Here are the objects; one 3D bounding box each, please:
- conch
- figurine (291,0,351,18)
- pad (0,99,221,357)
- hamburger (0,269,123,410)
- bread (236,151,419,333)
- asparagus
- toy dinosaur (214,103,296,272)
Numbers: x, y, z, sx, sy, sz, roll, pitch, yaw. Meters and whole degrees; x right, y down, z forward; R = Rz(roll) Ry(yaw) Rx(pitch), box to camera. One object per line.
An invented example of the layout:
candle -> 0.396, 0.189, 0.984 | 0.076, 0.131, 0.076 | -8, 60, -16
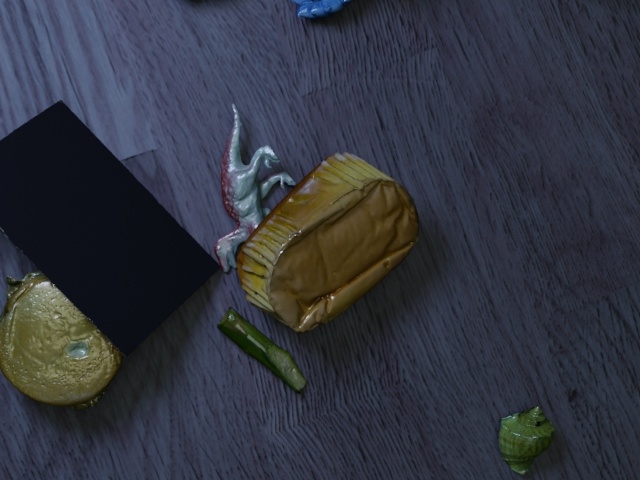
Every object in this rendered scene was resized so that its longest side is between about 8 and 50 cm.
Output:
conch -> 0.337, 0.327, 1.626 | 0.089, 0.074, 0.121 | 21, 104, 18
figurine -> -0.002, -0.401, 1.591 | 0.114, 0.079, 0.114 | -2, 65, 4
pad -> -0.345, -0.026, 1.477 | 0.367, 0.007, 0.247 | 46, 46, -3
hamburger -> -0.390, 0.150, 1.477 | 0.189, 0.122, 0.215 | -1, 91, -12
bread -> 0.000, 0.000, 1.515 | 0.288, 0.156, 0.204 | -45, 129, -12
asparagus -> -0.089, 0.178, 1.567 | 0.178, 0.041, 0.045 | 40, 90, -6
toy dinosaur -> -0.128, -0.090, 1.565 | 0.167, 0.053, 0.242 | -24, 100, -3
